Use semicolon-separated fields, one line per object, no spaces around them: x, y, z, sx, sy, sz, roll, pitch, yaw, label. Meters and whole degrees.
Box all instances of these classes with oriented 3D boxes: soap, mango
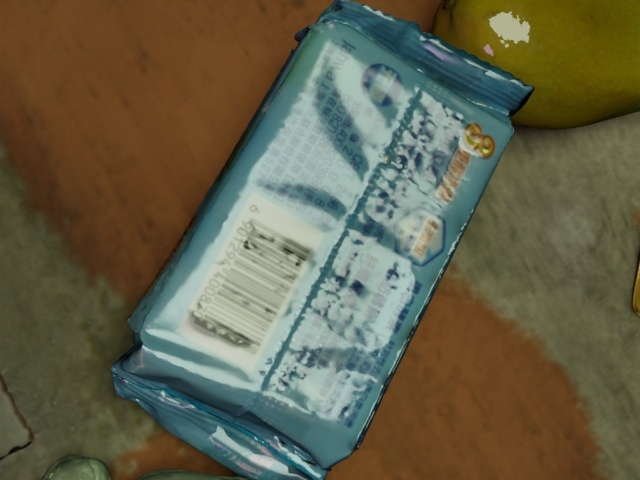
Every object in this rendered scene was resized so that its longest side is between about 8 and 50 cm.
0.000;0.000;0.587;0.156;0.077;0.293;31;79;-6;soap
0.171;-0.137;0.654;0.195;0.092;0.130;11;77;-13;mango

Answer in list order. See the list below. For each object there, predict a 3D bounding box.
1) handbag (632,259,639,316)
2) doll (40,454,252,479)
0.258;0.020;0.675;0.061;0.027;0.083;17;74;-8;handbag
-0.063;0.185;0.544;0.214;0.071;0.103;19;75;-4;doll
